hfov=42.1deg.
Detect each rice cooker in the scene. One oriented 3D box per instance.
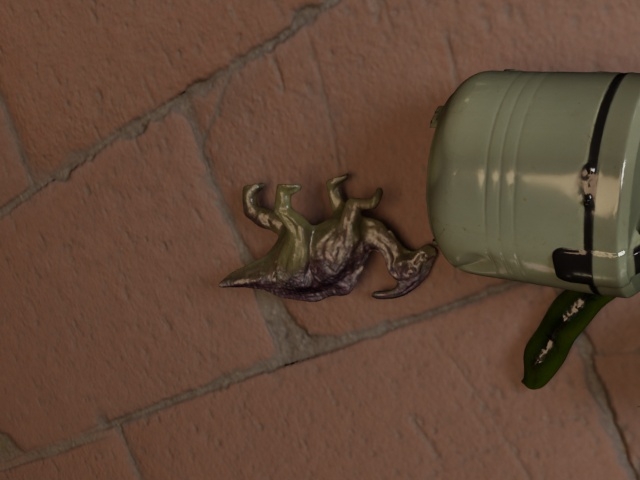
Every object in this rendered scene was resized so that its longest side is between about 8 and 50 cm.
[{"bbox_3d":[0.238,-0.058,0.811,0.244,0.226,0.226,6,104,33],"label":"rice cooker"}]

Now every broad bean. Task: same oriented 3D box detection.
[{"bbox_3d":[0.290,0.082,0.911,0.069,0.039,0.227,47,121,8],"label":"broad bean"}]

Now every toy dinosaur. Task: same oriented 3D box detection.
[{"bbox_3d":[-0.002,0.001,1.054,0.294,0.077,0.162,-3,100,32],"label":"toy dinosaur"}]
